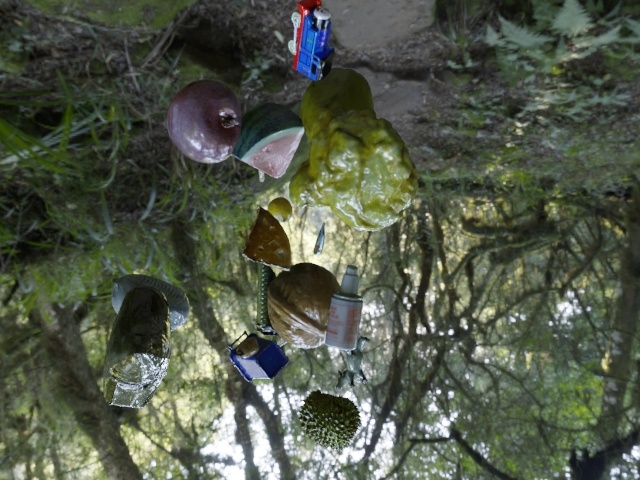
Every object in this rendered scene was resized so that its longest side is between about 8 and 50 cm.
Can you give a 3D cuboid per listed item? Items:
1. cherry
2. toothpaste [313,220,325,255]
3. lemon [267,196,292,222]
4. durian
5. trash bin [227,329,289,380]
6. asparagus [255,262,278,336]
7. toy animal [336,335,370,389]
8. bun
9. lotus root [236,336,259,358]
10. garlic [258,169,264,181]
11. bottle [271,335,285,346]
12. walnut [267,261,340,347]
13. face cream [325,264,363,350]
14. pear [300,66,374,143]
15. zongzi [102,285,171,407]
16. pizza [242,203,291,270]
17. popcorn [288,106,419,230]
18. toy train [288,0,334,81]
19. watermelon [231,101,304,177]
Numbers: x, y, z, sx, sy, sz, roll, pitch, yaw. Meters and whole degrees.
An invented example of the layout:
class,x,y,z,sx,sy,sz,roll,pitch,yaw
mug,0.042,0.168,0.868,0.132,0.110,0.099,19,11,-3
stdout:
class,x,y,z,sx,sy,sz,roll,pitch,yaw
cherry,-0.378,-0.382,1.430,0.221,0.262,0.307,3,-174,-43
toothpaste,0.000,0.000,1.621,0.036,0.056,0.205,2,155,-6
lemon,-0.174,-0.131,1.927,0.108,0.133,0.109,-13,148,-8
durian,0.030,0.668,1.647,0.236,0.200,0.177,17,-128,21
trash bin,-0.257,0.477,1.835,0.162,0.184,0.234,-42,-164,-31
asparagus,-0.249,0.272,2.140,0.128,0.383,0.108,1,-178,-8
toy animal,0.105,0.400,1.460,0.073,0.217,0.176,4,-175,-13
bun,-0.758,0.284,1.963,0.354,0.194,0.354,26,-177,-2
lotus root,-0.275,0.409,1.709,0.072,0.063,0.152,15,-164,10
garlic,-0.292,-0.392,2.182,0.198,0.226,0.199,8,-139,-7
bottle,-0.201,0.491,2.251,0.270,0.083,0.083,-51,-162,-7
walnut,-0.052,0.238,1.637,0.332,0.333,0.333,-8,-171,1
face cream,0.080,0.200,1.358,0.101,0.252,0.101,8,-179,0
pear,0.060,-0.455,1.586,0.268,0.322,0.269,15,178,0
zongzi,-0.503,0.241,1.263,0.174,0.356,0.393,9,140,-20
pizza,-0.134,0.011,1.070,0.131,0.178,0.041,-42,-165,-29
popcorn,0.103,-0.178,1.228,0.333,0.293,0.294,28,164,11
toy train,-0.021,-0.578,1.274,0.083,0.131,0.204,-47,166,-30
watermelon,-0.198,-0.375,1.749,0.283,0.293,0.250,-48,-157,-14
